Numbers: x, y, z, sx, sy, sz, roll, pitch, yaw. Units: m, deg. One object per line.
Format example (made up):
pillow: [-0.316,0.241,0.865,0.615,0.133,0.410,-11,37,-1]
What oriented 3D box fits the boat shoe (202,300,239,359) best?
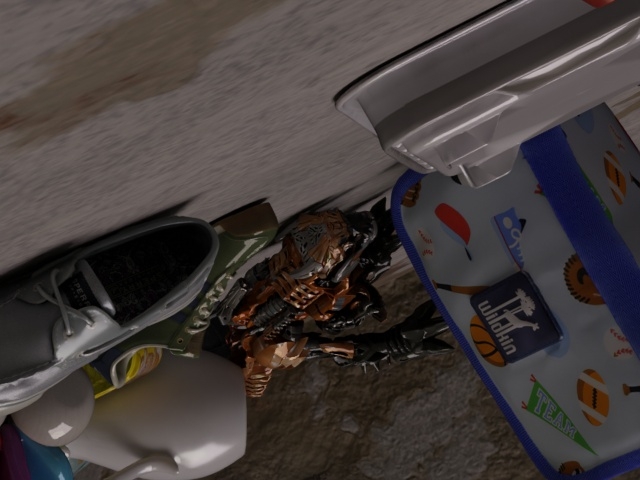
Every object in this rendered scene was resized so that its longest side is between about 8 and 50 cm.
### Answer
boat shoe: [-0.222,0.158,1.988,0.306,0.105,0.113,-26,175,6]

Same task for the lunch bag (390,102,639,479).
lunch bag: [0.227,0.038,1.735,0.239,0.328,0.385,-30,176,-1]

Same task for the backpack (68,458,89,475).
backpack: [-0.321,0.227,2.179,0.152,0.115,0.182,-30,177,15]

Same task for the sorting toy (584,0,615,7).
sorting toy: [0.168,-0.162,0.991,0.102,0.042,0.061,-37,-169,0]

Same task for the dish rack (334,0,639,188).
dish rack: [0.164,-0.114,1.280,0.285,0.072,0.333,-26,174,7]

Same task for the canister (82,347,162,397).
canister: [-0.207,0.104,1.684,0.126,0.073,0.170,-25,177,4]

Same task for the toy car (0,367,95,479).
toy car: [-0.264,0.165,1.500,0.182,0.136,0.159,8,153,-40]

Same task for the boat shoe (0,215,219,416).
boat shoe: [-0.161,0.040,1.269,0.227,0.079,0.081,-28,168,-36]

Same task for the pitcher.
pitcher: [-0.172,0.181,1.803,0.207,0.178,0.125,-2,131,-7]

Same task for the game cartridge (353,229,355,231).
game cartridge: [0.000,0.000,1.980,0.083,0.017,0.056,-29,170,37]

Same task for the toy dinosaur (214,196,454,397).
toy dinosaur: [-0.013,0.055,1.845,0.218,0.164,0.322,-10,175,-29]

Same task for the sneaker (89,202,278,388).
sneaker: [-0.105,0.049,1.517,0.192,0.086,0.064,-27,175,12]
